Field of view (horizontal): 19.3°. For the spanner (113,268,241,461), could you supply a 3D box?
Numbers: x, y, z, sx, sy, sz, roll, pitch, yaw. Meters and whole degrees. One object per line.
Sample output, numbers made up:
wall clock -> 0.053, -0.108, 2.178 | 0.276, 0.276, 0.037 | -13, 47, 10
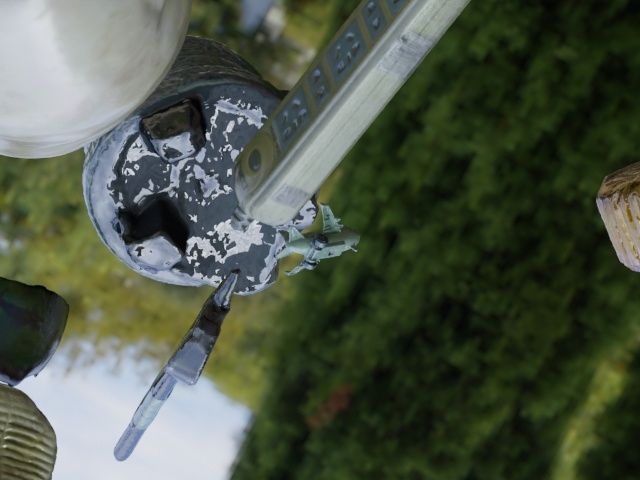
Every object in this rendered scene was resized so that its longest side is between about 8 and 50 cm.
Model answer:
spanner -> -0.110, 0.101, 1.370 | 0.024, 0.087, 0.316 | 28, 154, -4

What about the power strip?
power strip -> 0.017, -0.147, 1.882 | 0.066, 0.387, 0.092 | 20, -147, -32

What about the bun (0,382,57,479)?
bun -> -0.431, 0.294, 2.394 | 0.145, 0.229, 0.229 | -12, 153, 42

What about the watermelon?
watermelon -> -0.379, 0.090, 2.149 | 0.129, 0.123, 0.301 | 23, 180, 30

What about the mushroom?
mushroom -> -0.232, -0.179, 1.260 | 0.325, 0.353, 0.353 | 20, -172, -39

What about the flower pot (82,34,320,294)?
flower pot -> -0.138, -0.078, 2.259 | 0.299, 0.299, 0.283 | 27, -165, -24

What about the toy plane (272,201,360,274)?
toy plane -> 0.001, 0.002, 1.563 | 0.083, 0.080, 0.033 | -3, -136, -34

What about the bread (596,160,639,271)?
bread -> 0.365, -0.037, 1.768 | 0.199, 0.199, 0.104 | -112, 2, -85
